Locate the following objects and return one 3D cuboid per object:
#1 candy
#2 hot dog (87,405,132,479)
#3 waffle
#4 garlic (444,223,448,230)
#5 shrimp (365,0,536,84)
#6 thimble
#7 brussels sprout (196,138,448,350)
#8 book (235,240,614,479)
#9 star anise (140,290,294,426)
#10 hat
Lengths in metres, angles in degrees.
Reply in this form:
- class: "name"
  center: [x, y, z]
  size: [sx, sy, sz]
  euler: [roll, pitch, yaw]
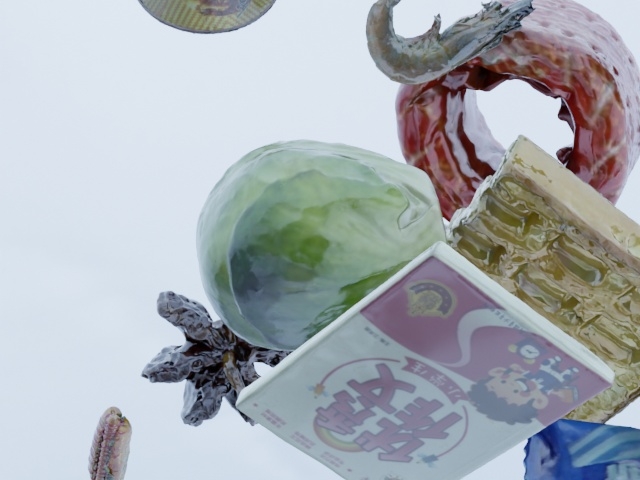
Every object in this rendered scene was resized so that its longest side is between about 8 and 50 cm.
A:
- class: "candy"
  center: [0.348, 0.247, 1.477]
  size: [0.187, 0.331, 0.077]
  euler: [-73, 180, -63]
- class: "hot dog"
  center: [-0.276, 0.274, 2.063]
  size: [0.038, 0.062, 0.144]
  euler: [-22, 143, -37]
- class: "waffle"
  center: [0.254, 0.074, 1.740]
  size: [0.077, 0.304, 0.348]
  euler: [-55, -178, -36]
- class: "garlic"
  center: [0.112, 0.052, 2.337]
  size: [0.244, 0.161, 0.245]
  euler: [0, -175, 0]
- class: "shrimp"
  center: [0.160, -0.289, 2.016]
  size: [0.219, 0.152, 0.046]
  euler: [-22, -154, 5]
- class: "thimble"
  center: [0.288, -0.168, 2.211]
  size: [0.350, 0.350, 0.230]
  euler: [-34, -172, 31]
- class: "brussels sprout"
  center: [0.000, 0.000, 1.647]
  size: [0.271, 0.210, 0.219]
  euler: [-12, 121, 13]
- class: "book"
  center: [0.068, 0.105, 1.113]
  size: [0.162, 0.022, 0.232]
  euler: [37, 131, -16]
- class: "star anise"
  center: [-0.118, 0.148, 2.041]
  size: [0.220, 0.190, 0.126]
  euler: [2, 179, -14]
- class: "hat"
  center: [-0.142, -0.353, 1.974]
  size: [0.193, 0.193, 0.082]
  euler: [-18, 150, -15]
